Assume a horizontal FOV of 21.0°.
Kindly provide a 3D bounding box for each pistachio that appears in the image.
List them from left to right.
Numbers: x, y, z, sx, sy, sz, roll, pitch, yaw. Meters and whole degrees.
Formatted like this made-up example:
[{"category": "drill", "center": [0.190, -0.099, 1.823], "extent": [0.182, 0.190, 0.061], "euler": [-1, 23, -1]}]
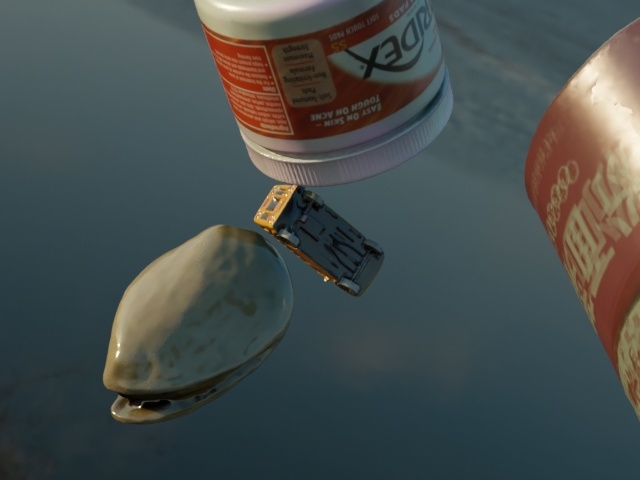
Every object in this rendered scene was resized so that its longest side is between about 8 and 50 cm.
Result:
[{"category": "pistachio", "center": [-0.124, 0.083, 1.688], "extent": [0.153, 0.137, 0.238], "euler": [26, 57, 35]}]

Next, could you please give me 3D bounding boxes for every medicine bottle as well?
[{"category": "medicine bottle", "center": [0.005, -0.227, 1.944], "extent": [0.252, 0.241, 0.252], "euler": [-12, 36, 9]}]

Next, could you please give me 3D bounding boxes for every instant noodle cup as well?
[{"category": "instant noodle cup", "center": [0.224, -0.007, 0.887], "extent": [0.235, 0.235, 0.178], "euler": [9, 38, -43]}]

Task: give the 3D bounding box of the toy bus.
[{"category": "toy bus", "center": [0.000, 0.000, 2.092], "extent": [0.162, 0.069, 0.074], "euler": [39, -15, -30]}]
